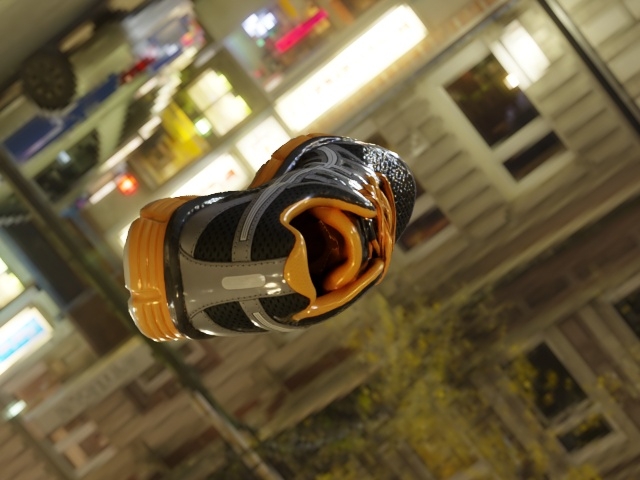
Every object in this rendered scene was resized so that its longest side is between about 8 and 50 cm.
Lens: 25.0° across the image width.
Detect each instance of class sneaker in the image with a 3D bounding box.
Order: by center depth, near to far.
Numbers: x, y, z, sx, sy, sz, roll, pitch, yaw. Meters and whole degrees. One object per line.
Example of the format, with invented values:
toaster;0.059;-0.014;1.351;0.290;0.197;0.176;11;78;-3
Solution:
sneaker;0.000;0.000;0.676;0.083;0.084;0.215;-2;-165;30
